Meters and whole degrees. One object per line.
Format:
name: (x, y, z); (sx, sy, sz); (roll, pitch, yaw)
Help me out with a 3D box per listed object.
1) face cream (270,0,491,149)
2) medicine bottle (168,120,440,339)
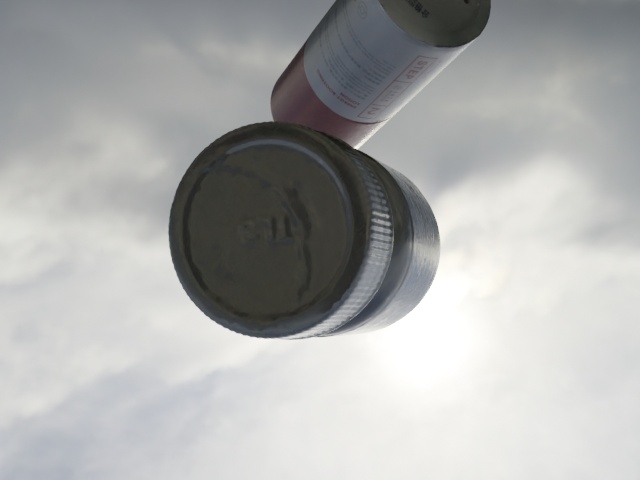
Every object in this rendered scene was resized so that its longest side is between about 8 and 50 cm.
face cream: (0.039, -0.145, 0.852); (0.095, 0.096, 0.214); (-6, 164, -25)
medicine bottle: (0.000, 0.000, 0.570); (0.105, 0.105, 0.168); (9, 179, 18)
